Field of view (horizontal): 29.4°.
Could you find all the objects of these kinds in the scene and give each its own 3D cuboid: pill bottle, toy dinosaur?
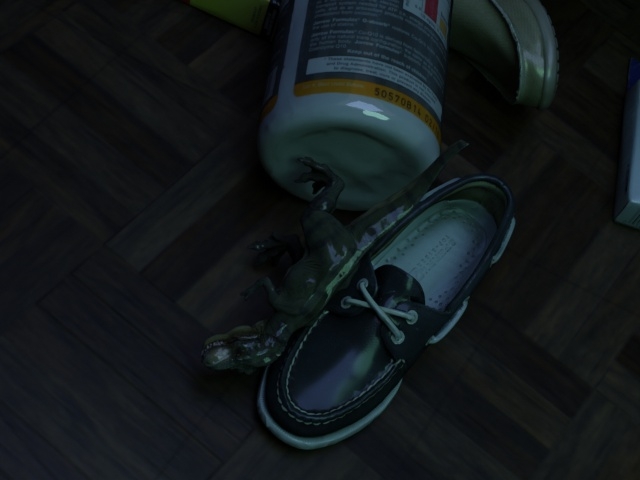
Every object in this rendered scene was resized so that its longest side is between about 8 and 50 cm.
[{"bbox_3d":[0.038,-0.180,1.105,0.162,0.162,0.278,13,61,-8],"label":"pill bottle"},{"bbox_3d":[0.000,0.000,0.998,0.268,0.064,0.118,-46,41,-1],"label":"toy dinosaur"}]

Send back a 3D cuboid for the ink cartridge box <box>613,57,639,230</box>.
[{"bbox_3d":[0.413,-0.082,1.236,0.223,0.045,0.224,18,55,-5],"label":"ink cartridge box"}]

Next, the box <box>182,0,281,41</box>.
[{"bbox_3d":[-0.133,-0.283,1.190,0.232,0.058,0.087,24,56,-2],"label":"box"}]

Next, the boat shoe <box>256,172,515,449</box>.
[{"bbox_3d":[0.059,0.047,1.022,0.114,0.091,0.302,36,56,7],"label":"boat shoe"}]

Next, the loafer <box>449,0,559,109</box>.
[{"bbox_3d":[0.151,-0.224,1.219,0.092,0.102,0.269,-16,51,-12],"label":"loafer"}]
